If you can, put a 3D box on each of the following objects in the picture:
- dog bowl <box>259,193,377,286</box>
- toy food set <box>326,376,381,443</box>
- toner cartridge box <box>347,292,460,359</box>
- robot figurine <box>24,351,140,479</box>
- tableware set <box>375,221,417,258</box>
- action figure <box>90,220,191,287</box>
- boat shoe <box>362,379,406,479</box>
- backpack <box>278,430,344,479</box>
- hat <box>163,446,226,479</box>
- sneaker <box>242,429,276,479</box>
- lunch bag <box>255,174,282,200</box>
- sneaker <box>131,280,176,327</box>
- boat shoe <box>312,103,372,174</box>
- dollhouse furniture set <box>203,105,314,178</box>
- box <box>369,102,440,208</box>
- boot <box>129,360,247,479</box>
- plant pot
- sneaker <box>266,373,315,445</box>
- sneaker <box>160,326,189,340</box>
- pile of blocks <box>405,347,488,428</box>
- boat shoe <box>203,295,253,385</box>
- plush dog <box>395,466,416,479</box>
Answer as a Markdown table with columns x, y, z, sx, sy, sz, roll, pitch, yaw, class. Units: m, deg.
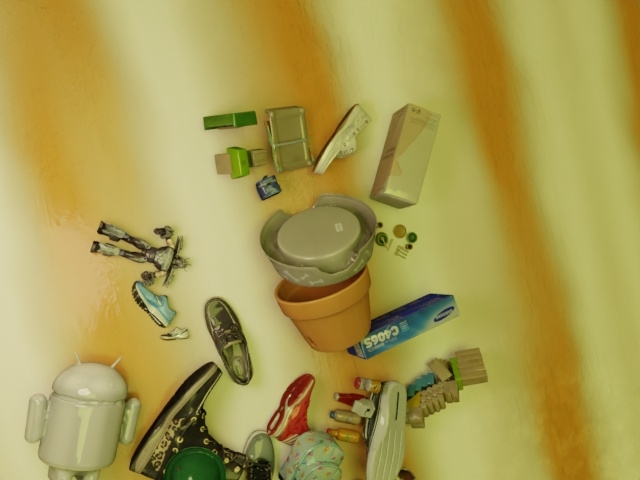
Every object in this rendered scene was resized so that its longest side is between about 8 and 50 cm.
| x | y | z | sx | sy | sz | roll | pitch | yaw | class |
| --- | --- | --- | --- | --- | --- | --- | --- | --- | --- |
| 0.000 | 0.000 | 1.859 | 0.349 | 0.349 | 0.102 | -26 | 131 | -16 | dog bowl |
| 0.098 | 0.514 | 1.952 | 0.105 | 0.111 | 0.232 | 14 | 113 | -14 | toy food set |
| 0.254 | 0.269 | 1.993 | 0.348 | 0.165 | 0.075 | -22 | 95 | -16 | toner cartridge box |
| -0.641 | 0.485 | 1.692 | 0.300 | 0.200 | 0.353 | 16 | 82 | -39 | robot figurine |
| 0.247 | -0.012 | 2.079 | 0.154 | 0.024 | 0.103 | 28 | 79 | -13 | tableware set |
| -0.512 | 0.036 | 1.811 | 0.285 | 0.099 | 0.185 | 19 | 70 | -20 | action figure |
| 0.194 | 0.608 | 1.959 | 0.121 | 0.119 | 0.334 | 24 | 69 | -29 | boat shoe |
| -0.017 | 0.676 | 1.874 | 0.166 | 0.144 | 0.188 | 19 | 94 | -31 | backpack |
| -0.344 | 0.690 | 1.663 | 0.173 | 0.183 | 0.208 | 5 | 100 | -6 | hat |
| -0.179 | 0.723 | 1.830 | 0.124 | 0.178 | 0.295 | 6 | 85 | -16 | sneaker |
| -0.163 | -0.167 | 1.925 | 0.067 | 0.098 | 0.065 | -26 | 92 | -11 | lunch bag |
| -0.490 | 0.179 | 1.838 | 0.162 | 0.063 | 0.073 | 52 | 56 | -11 | sneaker |
| 0.077 | -0.311 | 2.005 | 0.096 | 0.098 | 0.277 | 37 | 76 | -11 | boat shoe |
| -0.186 | -0.307 | 1.944 | 0.302 | 0.151 | 0.197 | -17 | 105 | -42 | dollhouse furniture set |
| 0.276 | -0.271 | 2.040 | 0.121 | 0.148 | 0.310 | 18 | 81 | -14 | box |
| -0.335 | 0.571 | 1.812 | 0.284 | 0.138 | 0.377 | 38 | 81 | -10 | boot |
| 0.031 | 0.200 | 1.887 | 0.291 | 0.291 | 0.203 | -26 | 111 | -16 | plant pot |
| -0.063 | 0.533 | 1.942 | 0.128 | 0.087 | 0.221 | 44 | 76 | -27 | sneaker |
| -0.436 | 0.278 | 1.858 | 0.084 | 0.032 | 0.036 | -2 | 74 | -22 | sneaker |
| 0.396 | 0.493 | 2.069 | 0.362 | 0.149 | 0.112 | -31 | 139 | -7 | pile of blocks |
| -0.269 | 0.303 | 1.870 | 0.103 | 0.092 | 0.285 | -19 | 93 | -17 | boat shoe |
| 0.205 | 0.869 | 1.961 | 0.226 | 0.210 | 0.262 | -9 | 61 | -3 | plush dog |
